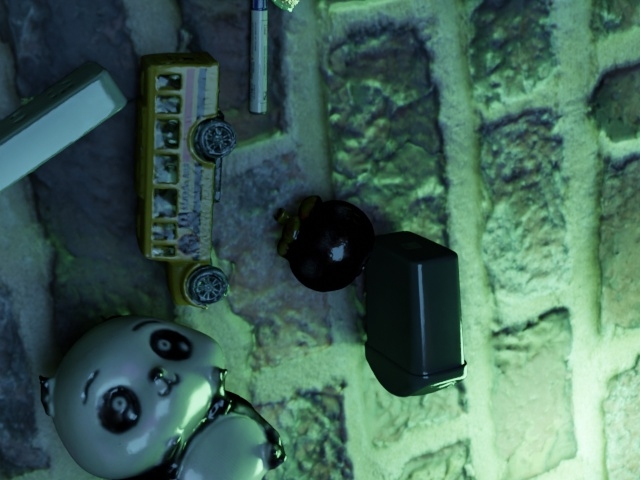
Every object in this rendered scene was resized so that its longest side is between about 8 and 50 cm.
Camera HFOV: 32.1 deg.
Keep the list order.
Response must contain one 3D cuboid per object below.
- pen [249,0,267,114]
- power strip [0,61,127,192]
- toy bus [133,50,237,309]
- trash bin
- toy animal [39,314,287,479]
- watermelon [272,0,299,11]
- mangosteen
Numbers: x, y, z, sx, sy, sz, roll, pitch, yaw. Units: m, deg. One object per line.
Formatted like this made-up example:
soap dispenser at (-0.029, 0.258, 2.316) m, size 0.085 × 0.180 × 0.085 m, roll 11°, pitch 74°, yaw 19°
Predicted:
pen at (-0.084, -0.273, 1.513) m, size 0.025 × 0.025 × 0.204 m, roll -6°, pitch 109°, yaw -24°
power strip at (-0.416, -0.090, 1.374) m, size 0.385 × 0.091 × 0.062 m, roll -36°, pitch 118°, yaw -11°
toy bus at (-0.185, -0.078, 1.476) m, size 0.123 × 0.121 × 0.335 m, roll 0°, pitch 108°, yaw -17°
trash bin at (0.139, 0.118, 1.673) m, size 0.101 × 0.177 × 0.236 m, roll -11°, pitch 108°, yaw -22°
toy animal at (-0.226, 0.246, 1.511) m, size 0.251 × 0.251 × 0.310 m, roll -39°, pitch 107°, yaw -9°
watermelon at (-0.039, -0.349, 1.472) m, size 0.085 × 0.072 × 0.092 m, roll -21°, pitch 115°, yaw -35°
mangosteen at (0.000, 0.000, 1.601) m, size 0.151 × 0.137 × 0.137 m, roll 30°, pitch 93°, yaw 3°
